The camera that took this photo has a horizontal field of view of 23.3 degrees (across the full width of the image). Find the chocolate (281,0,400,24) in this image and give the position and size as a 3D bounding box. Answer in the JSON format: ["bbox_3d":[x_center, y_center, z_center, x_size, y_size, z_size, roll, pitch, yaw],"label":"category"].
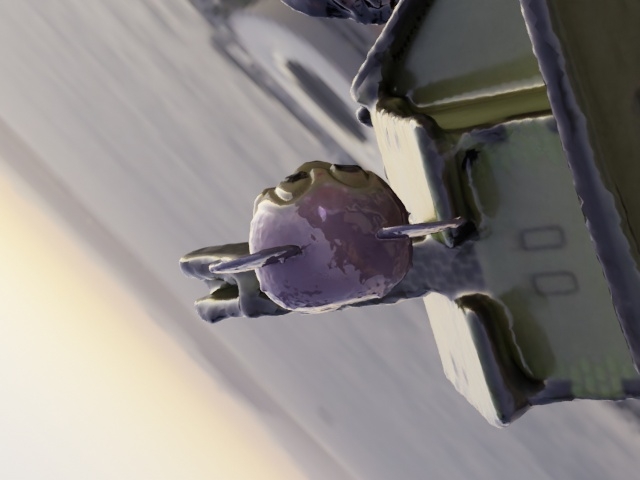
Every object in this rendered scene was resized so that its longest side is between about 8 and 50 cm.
[{"bbox_3d":[0.043,-0.295,1.131,0.177,0.206,0.224,69,-167,-48],"label":"chocolate"}]

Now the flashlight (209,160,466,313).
[{"bbox_3d":[0.000,0.000,0.350,0.110,0.052,0.031,132,127,-85],"label":"flashlight"}]

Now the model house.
[{"bbox_3d":[0.078,-0.036,0.618,0.278,0.218,0.205,-10,100,51],"label":"model house"}]
